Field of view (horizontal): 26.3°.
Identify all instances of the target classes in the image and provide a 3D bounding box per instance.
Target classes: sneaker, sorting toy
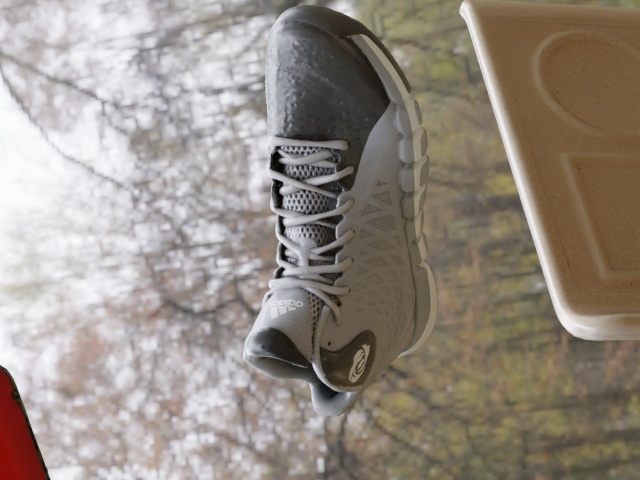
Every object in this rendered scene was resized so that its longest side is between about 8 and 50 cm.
[{"bbox_3d":[0.000,0.000,0.731,0.132,0.086,0.228,-49,-47,-42],"label":"sneaker"},{"bbox_3d":[0.172,-0.032,0.616,0.038,0.193,0.208,107,157,-46],"label":"sorting toy"}]

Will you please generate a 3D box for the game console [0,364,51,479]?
[{"bbox_3d":[-0.154,0.134,0.566,0.085,0.124,0.144,52,-163,-86],"label":"game console"}]
